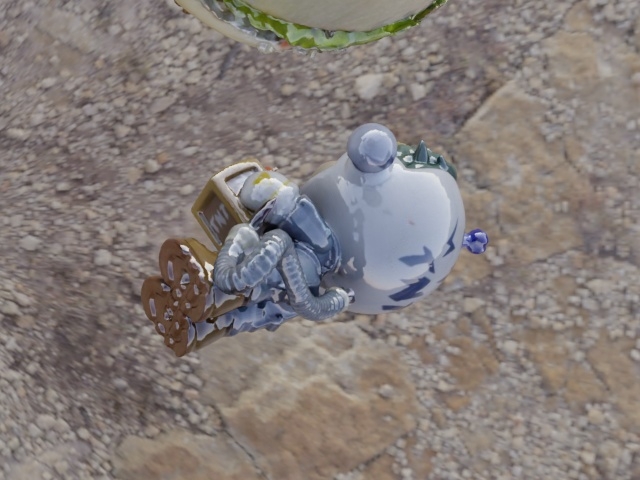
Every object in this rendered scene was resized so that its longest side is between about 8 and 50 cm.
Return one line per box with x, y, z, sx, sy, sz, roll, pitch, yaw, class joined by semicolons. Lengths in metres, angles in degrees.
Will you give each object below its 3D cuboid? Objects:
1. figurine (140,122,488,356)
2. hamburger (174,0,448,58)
-0.002;0.001;1.201;0.382;0.261;0.186;-16;72;-38;figurine
-0.015;-0.253;0.744;0.300;0.176;0.300;15;67;-38;hamburger
